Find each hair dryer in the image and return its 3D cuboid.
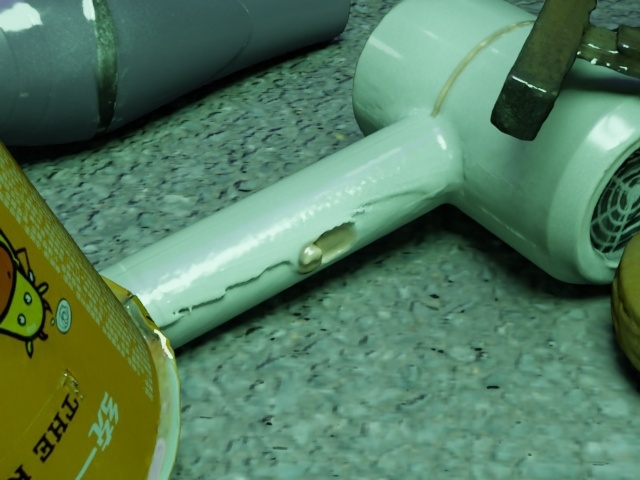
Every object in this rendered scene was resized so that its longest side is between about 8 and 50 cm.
[{"bbox_3d":[-0.190,-0.175,0.757,0.301,0.121,0.361,-20,32,-35],"label":"hair dryer"},{"bbox_3d":[0.000,0.000,0.508,0.357,0.107,0.173,-29,41,-18],"label":"hair dryer"}]

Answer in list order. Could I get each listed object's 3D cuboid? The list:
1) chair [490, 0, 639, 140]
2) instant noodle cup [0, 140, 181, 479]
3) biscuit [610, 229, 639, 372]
[{"bbox_3d":[0.247,-0.206,0.491,0.240,0.203,0.416,18,46,3],"label":"chair"},{"bbox_3d":[-0.173,0.032,0.359,0.215,0.172,0.216,-8,45,8],"label":"instant noodle cup"},{"bbox_3d":[0.247,0.066,0.402,0.197,0.049,0.301,-29,45,-34],"label":"biscuit"}]
